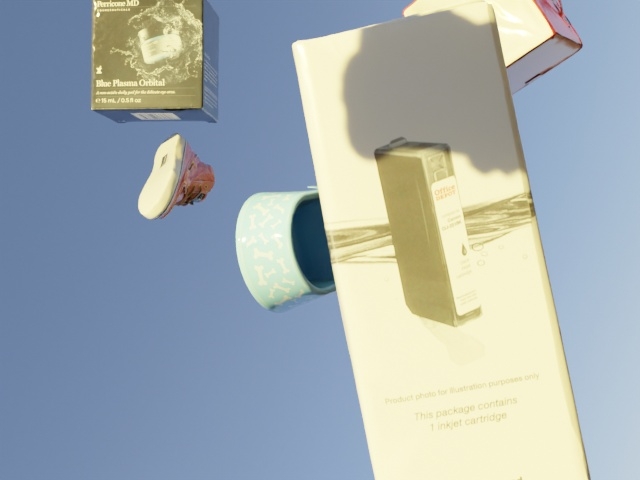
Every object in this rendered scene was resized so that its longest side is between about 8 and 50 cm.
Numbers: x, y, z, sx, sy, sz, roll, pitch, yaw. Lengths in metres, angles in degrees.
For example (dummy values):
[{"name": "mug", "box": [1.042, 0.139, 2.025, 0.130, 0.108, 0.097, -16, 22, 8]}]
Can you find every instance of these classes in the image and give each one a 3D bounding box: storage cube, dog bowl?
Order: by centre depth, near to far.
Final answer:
[{"name": "dog bowl", "box": [0.000, 0.000, 0.897, 0.297, 0.074, 0.166, -16, -86, -60]}, {"name": "storage cube", "box": [0.285, -0.346, 1.042, 0.193, 0.215, 0.183, -15, -103, -56]}]

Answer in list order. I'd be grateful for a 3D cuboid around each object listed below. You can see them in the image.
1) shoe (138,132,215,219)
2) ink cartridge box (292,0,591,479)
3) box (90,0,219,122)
[{"name": "shoe", "box": [-0.189, -0.073, 0.860, 0.063, 0.178, 0.081, -34, -57, 21]}, {"name": "ink cartridge box", "box": [0.065, 0.015, 0.419, 0.197, 0.114, 0.272, 45, -145, -87]}, {"name": "box", "box": [-0.227, -0.250, 0.877, 0.093, 0.156, 0.158, 13, -103, -85]}]
